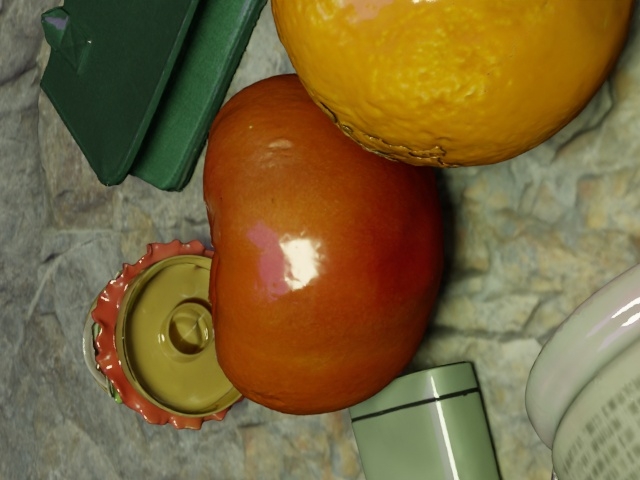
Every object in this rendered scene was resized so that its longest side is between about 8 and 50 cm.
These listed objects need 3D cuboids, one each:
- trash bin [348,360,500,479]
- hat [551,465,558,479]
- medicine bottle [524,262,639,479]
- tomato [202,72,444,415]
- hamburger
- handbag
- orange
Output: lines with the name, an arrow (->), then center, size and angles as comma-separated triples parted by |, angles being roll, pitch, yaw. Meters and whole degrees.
trash bin -> 0.082, 0.170, 0.953 | 0.116, 0.059, 0.130 | -24, 75, 48
hat -> 0.213, 0.172, 0.812 | 0.121, 0.050, 0.121 | 7, 101, 44
medicine bottle -> 0.256, 0.166, 0.614 | 0.202, 0.202, 0.316 | -56, 42, 34
tomato -> 0.000, 0.003, 0.926 | 0.260, 0.180, 0.260 | -177, 90, -86
hamburger -> -0.141, 0.090, 1.132 | 0.137, 0.175, 0.175 | -10, 84, 61
handbag -> -0.171, -0.230, 1.196 | 0.238, 0.089, 0.326 | 48, 125, 37
orange -> 0.088, -0.169, 0.794 | 0.246, 0.246, 0.246 | 4, 95, 48
